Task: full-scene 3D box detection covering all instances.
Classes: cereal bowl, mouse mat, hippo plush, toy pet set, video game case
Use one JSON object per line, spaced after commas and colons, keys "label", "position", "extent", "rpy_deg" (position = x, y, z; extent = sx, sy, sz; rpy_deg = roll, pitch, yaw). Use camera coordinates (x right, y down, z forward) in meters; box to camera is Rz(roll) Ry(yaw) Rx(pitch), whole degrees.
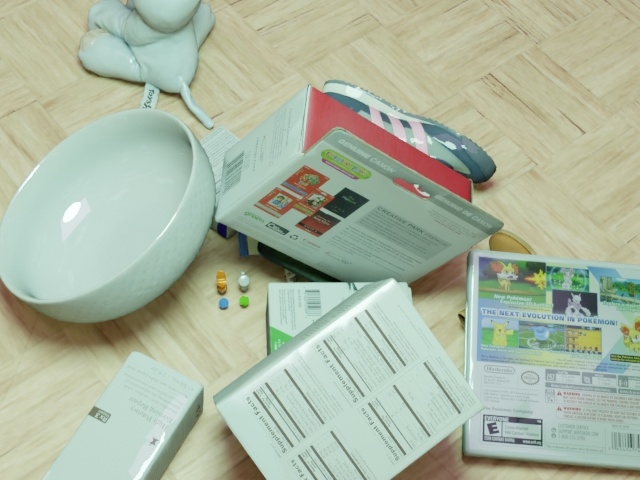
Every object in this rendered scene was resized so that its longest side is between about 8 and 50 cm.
{"label": "cereal bowl", "position": [-0.292, -0.020, 1.547], "extent": [0.339, 0.141, 0.339], "rpy_deg": [-16, 49, 19]}
{"label": "mouse mat", "position": [0.000, 0.000, 1.629], "extent": [0.190, 0.007, 0.152], "rpy_deg": [27, 54, -18]}
{"label": "hippo plush", "position": [-0.288, -0.373, 1.762], "extent": [0.234, 0.236, 0.294], "rpy_deg": [1, 56, -5]}
{"label": "toy pet set", "position": [-0.099, 0.038, 1.625], "extent": [0.122, 0.065, 0.114], "rpy_deg": [-6, 92, -6]}
{"label": "video game case", "position": [0.369, 0.172, 1.534], "extent": [0.329, 0.036, 0.300], "rpy_deg": [5, 71, -3]}

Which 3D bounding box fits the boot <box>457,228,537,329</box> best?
{"label": "boot", "position": [0.269, 0.081, 1.613], "extent": [0.152, 0.073, 0.197], "rpy_deg": [-24, 59, -16]}

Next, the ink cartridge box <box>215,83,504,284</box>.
{"label": "ink cartridge box", "position": [0.059, -0.072, 1.500], "extent": [0.309, 0.272, 0.130], "rpy_deg": [27, 50, -29]}

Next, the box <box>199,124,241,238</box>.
{"label": "box", "position": [-0.152, -0.092, 1.685], "extent": [0.137, 0.072, 0.126], "rpy_deg": [39, 60, 20]}

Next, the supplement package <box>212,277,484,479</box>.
{"label": "supplement package", "position": [0.026, 0.205, 1.356], "extent": [0.263, 0.199, 0.198], "rpy_deg": [-36, 90, -9]}

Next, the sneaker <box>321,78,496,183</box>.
{"label": "sneaker", "position": [0.122, -0.142, 1.742], "extent": [0.319, 0.112, 0.131], "rpy_deg": [24, 74, 14]}

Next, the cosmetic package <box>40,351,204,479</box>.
{"label": "cosmetic package", "position": [-0.261, 0.274, 1.420], "extent": [0.117, 0.085, 0.231], "rpy_deg": [24, 56, 11]}

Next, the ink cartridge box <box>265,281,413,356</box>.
{"label": "ink cartridge box", "position": [0.028, 0.143, 1.534], "extent": [0.208, 0.087, 0.153], "rpy_deg": [0, 56, -6]}
